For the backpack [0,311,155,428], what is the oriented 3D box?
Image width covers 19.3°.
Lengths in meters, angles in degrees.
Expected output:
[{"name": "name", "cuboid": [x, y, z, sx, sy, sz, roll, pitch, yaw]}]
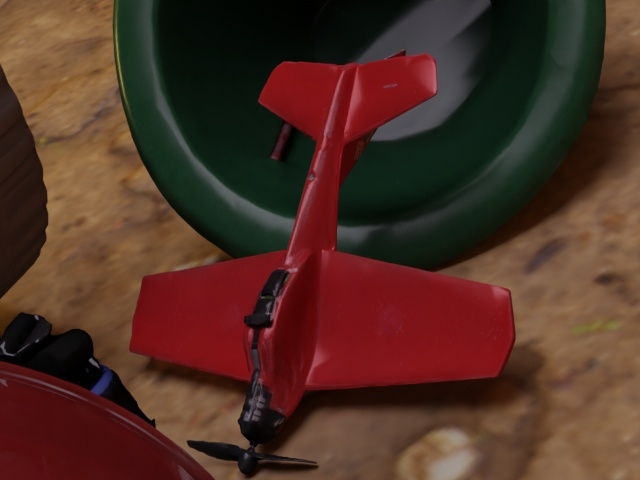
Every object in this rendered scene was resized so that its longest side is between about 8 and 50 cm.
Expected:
[{"name": "backpack", "cuboid": [-0.109, 0.097, 0.450, 0.158, 0.117, 0.173, -35, 12, -19]}]

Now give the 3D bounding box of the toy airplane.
[{"name": "toy airplane", "cuboid": [0.000, 0.000, 0.572, 0.151, 0.028, 0.151, -20, 52, 28]}]

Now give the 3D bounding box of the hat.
[{"name": "hat", "cuboid": [0.032, -0.071, 0.710, 0.173, 0.183, 0.208, -16, 74, 14]}]

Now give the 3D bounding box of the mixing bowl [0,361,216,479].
[{"name": "mixing bowl", "cuboid": [-0.070, 0.119, 0.312, 0.181, 0.181, 0.098, -31, 23, -11]}]

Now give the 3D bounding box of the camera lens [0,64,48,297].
[{"name": "camera lens", "cuboid": [-0.250, 0.015, 0.581, 0.219, 0.219, 0.274, 12, 46, 47]}]
